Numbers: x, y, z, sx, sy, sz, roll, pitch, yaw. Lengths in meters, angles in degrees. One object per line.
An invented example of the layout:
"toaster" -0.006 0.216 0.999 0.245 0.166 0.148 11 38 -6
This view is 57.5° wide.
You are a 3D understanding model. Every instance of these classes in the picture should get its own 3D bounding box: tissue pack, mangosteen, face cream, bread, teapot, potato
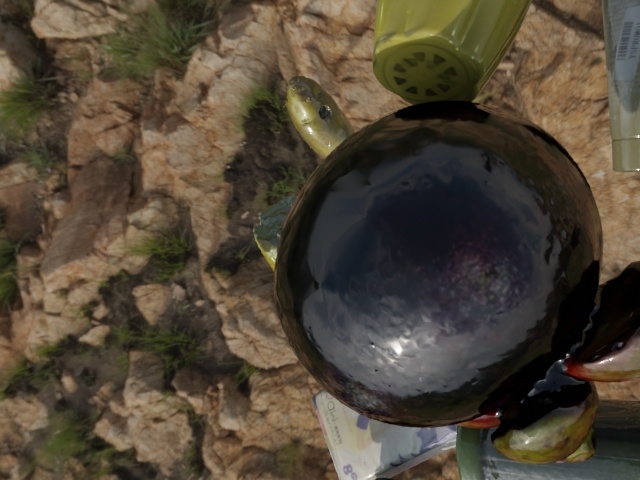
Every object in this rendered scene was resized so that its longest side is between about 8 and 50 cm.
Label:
"tissue pack" 0.160 0.396 1.334 0.344 0.125 0.242 -36 58 24
"mangosteen" 0.156 0.061 0.648 0.435 0.382 0.382 46 106 20
"face cream" 0.525 -0.285 0.960 0.137 0.084 0.340 6 103 56
"bread" 0.000 0.000 1.118 0.257 0.124 0.185 18 65 37
"teapot" 0.408 0.307 0.852 0.337 0.271 0.200 -9 92 41
"potato" -0.005 -0.344 1.672 0.141 0.191 0.296 -27 128 15

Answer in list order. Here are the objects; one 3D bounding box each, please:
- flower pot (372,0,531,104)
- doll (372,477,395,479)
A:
"flower pot" 0.149 -0.267 0.704 0.195 0.195 0.179 17 69 16
"doll" 0.166 0.619 1.231 0.186 0.321 0.198 -32 43 -11
